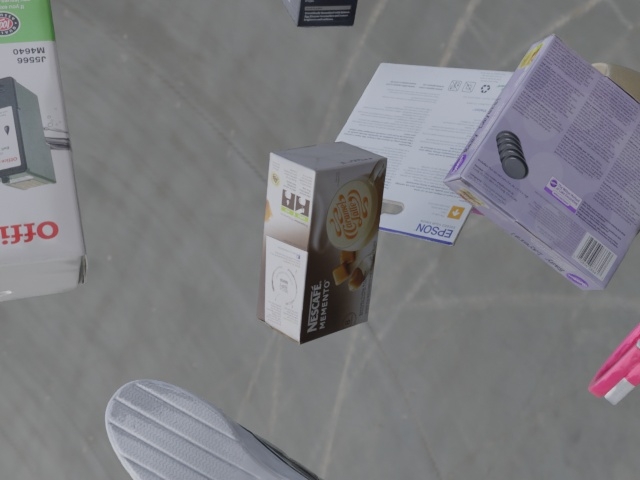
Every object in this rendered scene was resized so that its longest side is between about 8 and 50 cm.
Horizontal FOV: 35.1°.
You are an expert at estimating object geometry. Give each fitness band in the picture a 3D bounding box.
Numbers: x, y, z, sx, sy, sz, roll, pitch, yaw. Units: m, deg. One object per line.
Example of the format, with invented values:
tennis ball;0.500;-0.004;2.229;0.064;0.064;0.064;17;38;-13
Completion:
fitness band;0.599;0.192;1.873;0.209;0.054;0.291;-43;-12;-42

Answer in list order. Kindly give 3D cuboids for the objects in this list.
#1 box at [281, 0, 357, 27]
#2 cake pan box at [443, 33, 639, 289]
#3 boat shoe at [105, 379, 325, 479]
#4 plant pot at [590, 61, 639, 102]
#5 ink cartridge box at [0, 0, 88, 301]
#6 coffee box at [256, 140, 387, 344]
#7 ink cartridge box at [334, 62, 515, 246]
box;-0.006;-0.413;1.454;0.156;0.093;0.158;-116;28;-46
cake pan box;0.335;-0.100;1.350;0.246;0.267;0.070;-57;11;-10
boat shoe;-0.093;0.275;1.133;0.121;0.335;0.119;-56;-8;-10
plant pot;0.609;-0.269;2.171;0.284;0.191;0.284;-35;22;16
ink cartridge box;-0.332;-0.085;0.932;0.115;0.198;0.273;129;131;-68
coffee box;0.000;0.000;1.389;0.098;0.141;0.247;25;117;41
ink cartridge box;0.164;-0.138;1.644;0.324;0.071;0.330;14;67;40
